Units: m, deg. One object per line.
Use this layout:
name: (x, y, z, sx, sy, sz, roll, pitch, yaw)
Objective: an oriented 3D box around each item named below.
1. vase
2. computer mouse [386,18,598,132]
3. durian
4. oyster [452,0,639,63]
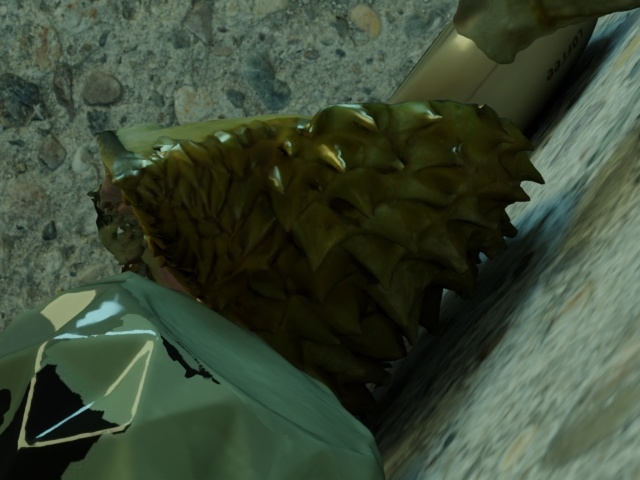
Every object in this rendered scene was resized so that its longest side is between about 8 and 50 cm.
vase: (-0.128, 0.189, 0.507, 0.360, 0.165, 0.165, -55, 4, 5)
computer mouse: (0.112, -0.112, 0.910, 0.145, 0.082, 0.236, -54, 2, -14)
durian: (0.008, 0.000, 0.663, 0.195, 0.185, 0.305, -24, -15, -11)
oyster: (0.189, -0.179, 0.524, 0.275, 0.100, 0.271, -40, 3, -14)
